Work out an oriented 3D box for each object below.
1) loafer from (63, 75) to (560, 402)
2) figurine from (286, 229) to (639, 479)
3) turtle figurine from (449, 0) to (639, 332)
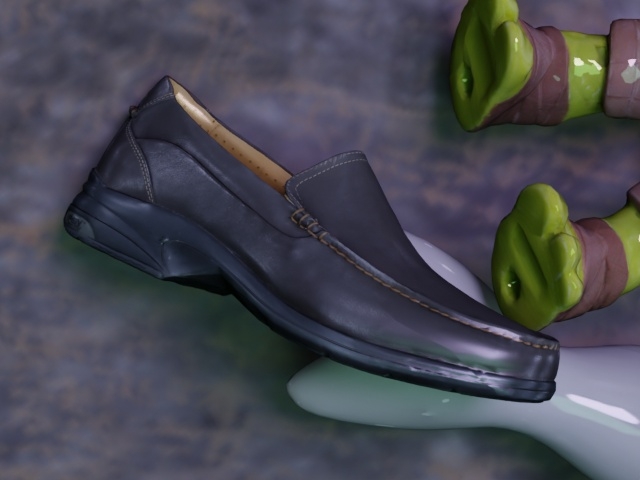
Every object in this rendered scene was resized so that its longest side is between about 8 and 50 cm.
[{"bbox_3d":[0.000,0.000,0.481,0.170,0.062,0.061,23,91,18],"label":"loafer"},{"bbox_3d":[0.071,0.112,0.550,0.210,0.092,0.214,18,100,-11],"label":"figurine"},{"bbox_3d":[0.156,-0.051,0.518,0.217,0.087,0.269,-7,89,-15],"label":"turtle figurine"}]
